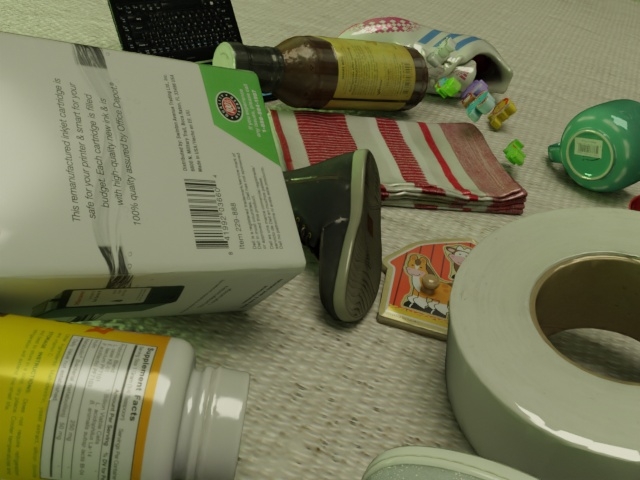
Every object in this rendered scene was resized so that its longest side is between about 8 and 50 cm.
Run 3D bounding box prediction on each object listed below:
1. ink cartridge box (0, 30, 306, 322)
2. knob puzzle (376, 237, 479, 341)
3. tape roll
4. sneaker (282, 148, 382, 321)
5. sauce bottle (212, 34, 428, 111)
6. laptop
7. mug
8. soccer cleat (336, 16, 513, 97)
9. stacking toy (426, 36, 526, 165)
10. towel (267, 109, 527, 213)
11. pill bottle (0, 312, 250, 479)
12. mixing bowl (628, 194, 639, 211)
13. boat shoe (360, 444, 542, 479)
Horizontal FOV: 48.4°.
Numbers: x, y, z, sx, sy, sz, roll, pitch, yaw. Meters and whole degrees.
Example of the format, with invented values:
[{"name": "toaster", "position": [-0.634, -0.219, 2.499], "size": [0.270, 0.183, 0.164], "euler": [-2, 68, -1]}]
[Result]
[{"name": "ink cartridge box", "position": [-0.182, -0.047, 0.607], "size": [0.289, 0.121, 0.211], "euler": [1, 66, -36]}, {"name": "knob puzzle", "position": [0.162, 0.044, 0.786], "size": [0.213, 0.029, 0.213], "euler": [8, 34, -5]}, {"name": "tape roll", "position": [0.252, 0.095, 0.614], "size": [0.287, 0.100, 0.286], "euler": [-3, 40, 3]}, {"name": "sneaker", "position": [0.000, 0.000, 0.774], "size": [0.118, 0.083, 0.222], "euler": [-10, 45, 20]}, {"name": "sauce bottle", "position": [0.007, -0.252, 1.071], "size": [0.345, 0.111, 0.111], "euler": [-5, 37, -37]}, {"name": "laptop", "position": [-0.183, -0.331, 1.126], "size": [0.234, 0.264, 0.137], "euler": [-22, 10, -41]}, {"name": "mug", "position": [0.414, -0.129, 1.053], "size": [0.097, 0.157, 0.129], "euler": [-21, 70, -36]}, {"name": "soccer cleat", "position": [0.186, -0.312, 1.239], "size": [0.332, 0.115, 0.143], "euler": [-2, 35, -22]}, {"name": "stacking toy", "position": [0.245, -0.219, 1.097], "size": [0.167, 0.052, 0.221], "euler": [39, 25, -16]}, {"name": "towel", "position": [0.101, -0.122, 1.006], "size": [0.329, 0.037, 0.237], "euler": [2, 34, -15]}, {"name": "pill bottle", "position": [-0.161, 0.117, 0.493], "size": [0.215, 0.117, 0.117], "euler": [9, 34, -5]}, {"name": "mixing bowl", "position": [0.436, 0.027, 0.834], "size": [0.182, 0.098, 0.181], "euler": [7, 31, -4]}, {"name": "boat shoe", "position": [0.147, 0.243, 0.415], "size": [0.320, 0.118, 0.103], "euler": [35, 35, 19]}]
